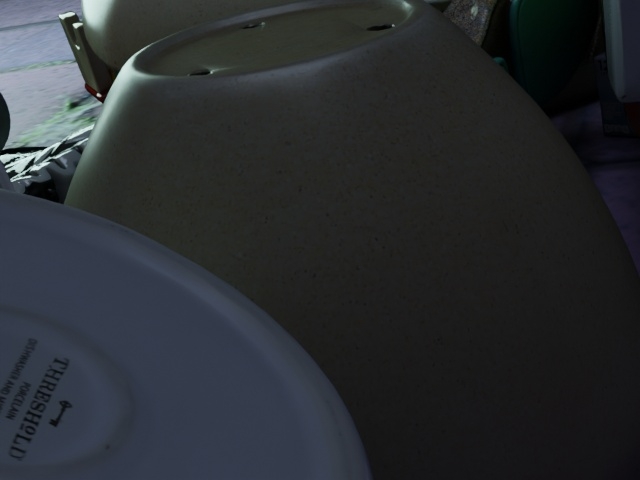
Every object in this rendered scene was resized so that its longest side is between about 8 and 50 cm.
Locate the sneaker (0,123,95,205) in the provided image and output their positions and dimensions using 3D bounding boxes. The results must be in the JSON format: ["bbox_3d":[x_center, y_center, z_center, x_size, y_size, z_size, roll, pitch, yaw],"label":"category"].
[{"bbox_3d":[-0.175,-0.043,1.012,0.106,0.078,0.234,7,29,36],"label":"sneaker"}]

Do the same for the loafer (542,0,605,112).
[{"bbox_3d":[0.076,-0.136,1.046,0.366,0.130,0.134,-25,24,-33],"label":"loafer"}]

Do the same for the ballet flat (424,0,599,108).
[{"bbox_3d":[0.081,-0.107,0.897,0.106,0.107,0.316,7,31,26],"label":"ballet flat"}]

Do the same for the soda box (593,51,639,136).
[{"bbox_3d":[0.273,-0.100,0.947,0.183,0.058,0.063,7,27,43],"label":"soda box"}]

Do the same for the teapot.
[{"bbox_3d":[-0.114,0.115,0.417,0.256,0.187,0.252,-8,39,-46],"label":"teapot"}]

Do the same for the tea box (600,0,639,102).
[{"bbox_3d":[0.316,-0.214,0.794,0.329,0.220,0.323,-3,14,12],"label":"tea box"}]

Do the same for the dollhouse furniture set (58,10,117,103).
[{"bbox_3d":[-0.006,-0.182,1.222,0.374,0.152,0.201,-27,23,-13],"label":"dollhouse furniture set"}]

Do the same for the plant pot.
[{"bbox_3d":[0.000,0.000,0.636,0.284,0.191,0.284,-10,19,4],"label":"plant pot"}]

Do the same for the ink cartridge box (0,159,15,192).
[{"bbox_3d":[-0.292,-0.007,0.552,0.306,0.226,0.131,-14,-19,-38],"label":"ink cartridge box"}]

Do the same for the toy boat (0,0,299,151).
[{"bbox_3d":[-0.121,-0.135,0.942,0.318,0.148,0.267,-9,26,1],"label":"toy boat"}]
